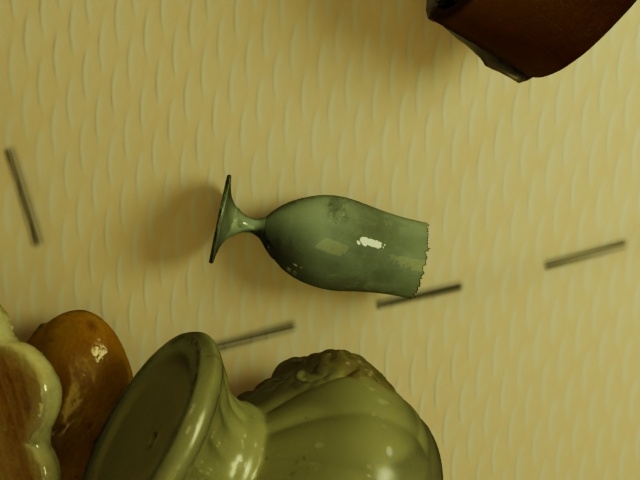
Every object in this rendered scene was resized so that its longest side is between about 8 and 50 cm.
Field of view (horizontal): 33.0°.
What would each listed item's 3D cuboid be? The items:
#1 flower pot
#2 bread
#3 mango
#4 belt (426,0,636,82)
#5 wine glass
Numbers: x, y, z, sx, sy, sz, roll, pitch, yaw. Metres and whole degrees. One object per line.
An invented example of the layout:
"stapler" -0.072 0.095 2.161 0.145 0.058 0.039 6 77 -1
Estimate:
"flower pot" -0.064 0.222 0.971 0.244 0.307 0.307 32 100 -23
"bread" -0.361 0.178 1.015 0.316 0.054 0.316 1 92 28
"mango" -0.258 0.176 1.057 0.147 0.109 0.227 11 101 -1
"belt" 0.228 -0.300 0.916 0.122 0.217 0.338 32 96 -16
"wine glass" 0.000 0.000 1.037 0.202 0.093 0.093 12 103 -3
